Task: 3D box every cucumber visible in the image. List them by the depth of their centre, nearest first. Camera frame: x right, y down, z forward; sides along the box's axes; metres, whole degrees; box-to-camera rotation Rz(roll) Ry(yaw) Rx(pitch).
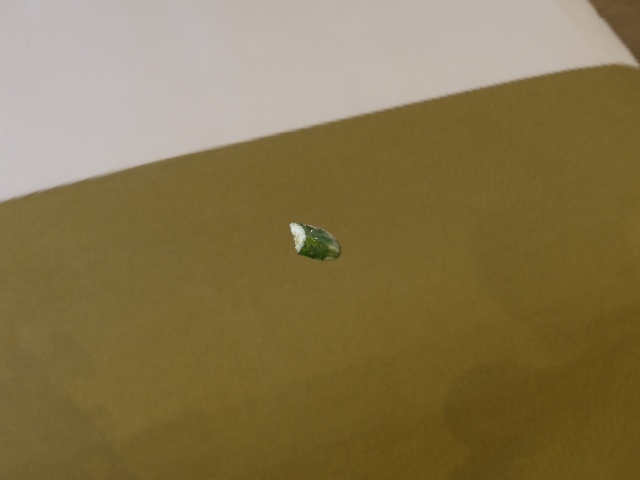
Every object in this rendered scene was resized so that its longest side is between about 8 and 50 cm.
[{"bbox_3d":[0.000,0.000,1.498,0.107,0.035,0.067,13,48,-41],"label":"cucumber"}]
